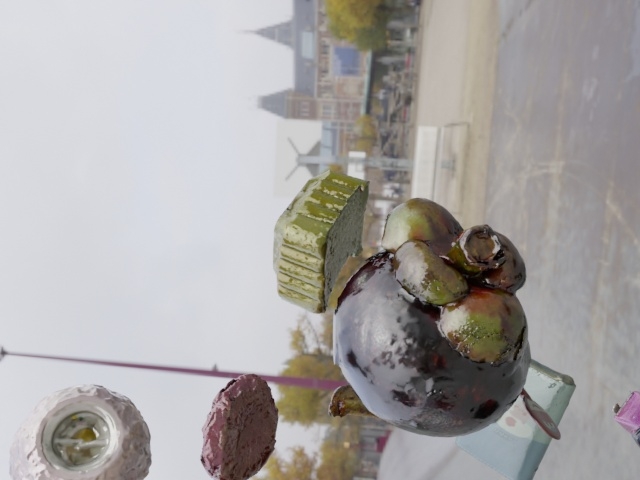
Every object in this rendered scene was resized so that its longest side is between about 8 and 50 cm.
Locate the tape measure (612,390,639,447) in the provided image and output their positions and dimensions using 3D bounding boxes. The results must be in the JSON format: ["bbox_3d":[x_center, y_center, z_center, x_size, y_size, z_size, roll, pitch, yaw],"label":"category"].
[{"bbox_3d":[0.476,0.265,0.973,0.074,0.125,0.118,-52,17,-5],"label":"tape measure"}]

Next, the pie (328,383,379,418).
[{"bbox_3d":[0.087,0.348,1.568,0.033,0.191,0.088,-53,42,29],"label":"pie"}]

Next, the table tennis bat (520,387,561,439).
[{"bbox_3d":[0.423,0.332,1.433,0.098,0.019,0.154,24,-154,-47],"label":"table tennis bat"}]

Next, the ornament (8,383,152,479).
[{"bbox_3d":[-0.450,0.403,1.364,0.225,0.260,0.259,115,166,-53],"label":"ornament"}]

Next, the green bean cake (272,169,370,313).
[{"bbox_3d":[0.000,0.000,1.470,0.233,0.124,0.236,93,-157,-43],"label":"green bean cake"}]

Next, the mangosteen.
[{"bbox_3d":[0.195,0.148,1.325,0.381,0.381,0.421,-79,-20,-56],"label":"mangosteen"}]

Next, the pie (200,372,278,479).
[{"bbox_3d":[-0.108,0.263,0.996,0.154,0.038,0.153,-20,-64,-51],"label":"pie"}]

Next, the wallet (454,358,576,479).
[{"bbox_3d":[0.529,0.484,2.005,0.083,0.252,0.360,-18,-51,-58],"label":"wallet"}]
